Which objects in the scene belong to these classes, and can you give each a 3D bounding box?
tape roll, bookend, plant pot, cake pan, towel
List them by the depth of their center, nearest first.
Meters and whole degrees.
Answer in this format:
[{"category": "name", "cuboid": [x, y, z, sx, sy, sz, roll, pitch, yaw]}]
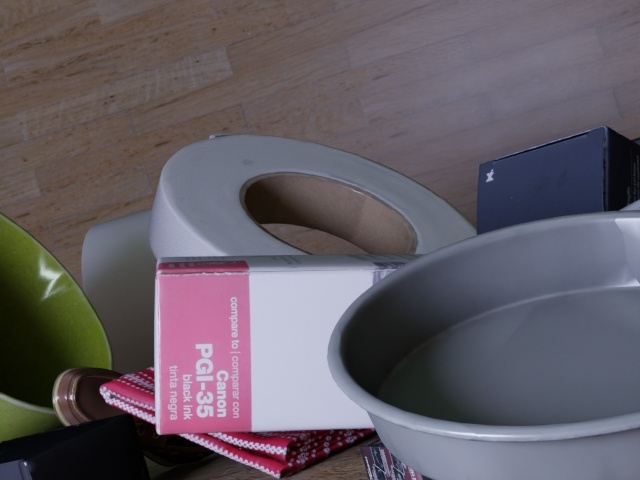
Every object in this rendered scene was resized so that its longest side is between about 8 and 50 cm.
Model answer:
[{"category": "cake pan", "cuboid": [0.152, 0.062, 0.942, 0.293, 0.054, 0.293, -11, 22, 4]}, {"category": "bookend", "cuboid": [-0.240, 0.200, 1.238, 0.156, 0.072, 0.157, -15, 1, 23]}, {"category": "towel", "cuboid": [-0.020, 0.115, 1.330, 0.199, 0.031, 0.275, 17, 22, 35]}, {"category": "plant pot", "cuboid": [-0.388, 0.141, 1.452, 0.293, 0.275, 0.275, -45, -9, 20]}, {"category": "tape roll", "cuboid": [0.000, 0.000, 1.766, 0.392, 0.072, 0.392, 14, 26, -7]}, {"category": "tape roll", "cuboid": [-0.165, 0.074, 1.929, 0.169, 0.246, 0.246, -15, 1, 11]}]

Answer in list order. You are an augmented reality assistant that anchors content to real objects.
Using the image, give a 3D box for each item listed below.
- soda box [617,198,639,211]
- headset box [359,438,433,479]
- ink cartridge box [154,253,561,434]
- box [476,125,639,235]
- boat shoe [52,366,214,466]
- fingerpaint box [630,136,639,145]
[{"category": "soda box", "cuboid": [0.278, 0.015, 1.365, 0.216, 0.074, 0.069, -30, 23, 13]}, {"category": "headset box", "cuboid": [0.073, 0.137, 1.013, 0.062, 0.032, 0.083, -17, 3, -26]}, {"category": "ink cartridge box", "cuboid": [0.021, 0.070, 1.160, 0.283, 0.117, 0.207, 0, 1, -5]}, {"category": "box", "cuboid": [0.271, -0.014, 1.524, 0.207, 0.108, 0.153, 20, -26, -40]}, {"category": "boat shoe", "cuboid": [-0.152, 0.148, 1.351, 0.060, 0.064, 0.178, -10, -27, 36]}, {"category": "fingerpaint box", "cuboid": [0.483, -0.070, 1.843, 0.445, 0.163, 0.371, -16, 1, 10]}]
